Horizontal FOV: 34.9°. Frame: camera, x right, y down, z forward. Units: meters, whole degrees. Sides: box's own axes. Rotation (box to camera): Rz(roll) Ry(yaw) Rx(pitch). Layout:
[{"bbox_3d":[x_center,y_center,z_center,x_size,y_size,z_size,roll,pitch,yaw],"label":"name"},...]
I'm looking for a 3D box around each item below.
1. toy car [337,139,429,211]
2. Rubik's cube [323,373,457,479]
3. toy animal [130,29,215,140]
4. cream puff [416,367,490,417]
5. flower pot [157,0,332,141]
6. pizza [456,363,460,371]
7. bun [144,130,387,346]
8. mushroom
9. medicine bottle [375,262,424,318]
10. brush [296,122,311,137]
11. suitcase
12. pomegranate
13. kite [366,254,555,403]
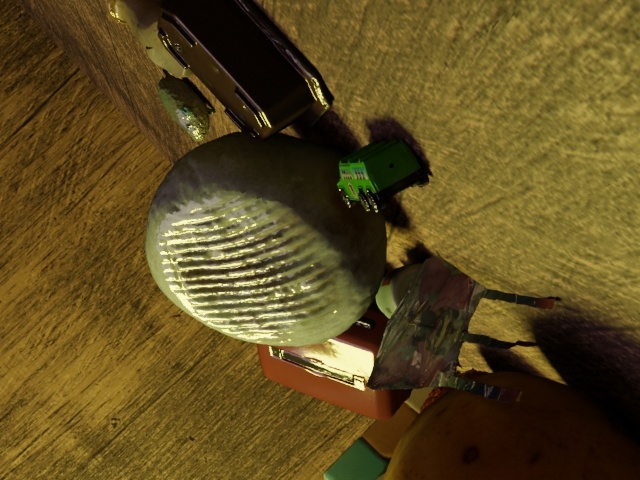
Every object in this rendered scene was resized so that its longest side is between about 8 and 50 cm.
[{"bbox_3d":[0.063,-0.077,1.178,0.062,0.071,0.165,63,169,-10],"label":"toy car"},{"bbox_3d":[0.280,0.516,2.029,0.344,0.346,0.347,39,169,49],"label":"Rubik's cube"},{"bbox_3d":[-0.287,-0.306,1.959,0.079,0.070,0.253,-22,102,44],"label":"toy animal"},{"bbox_3d":[0.273,0.365,1.596,0.350,0.228,0.350,42,-171,-8],"label":"cream puff"},{"bbox_3d":[-0.108,-0.221,1.247,0.251,0.084,0.179,46,168,-4],"label":"flower pot"},{"bbox_3d":[0.182,0.195,1.937,0.147,0.069,0.226,43,172,36],"label":"pizza"},{"bbox_3d":[-0.074,-0.013,1.444,0.362,0.211,0.362,9,139,8],"label":"bun"},{"bbox_3d":[-0.219,-0.303,1.450,0.108,0.096,0.247,18,-162,-44],"label":"mushroom"},{"bbox_3d":[0.132,0.083,1.540,0.090,0.090,0.216,46,173,-1],"label":"medicine bottle"},{"bbox_3d":[-0.027,-0.166,1.383,0.021,0.019,0.083,28,161,37],"label":"brush"},{"bbox_3d":[0.030,0.178,1.846,0.297,0.161,0.236,15,134,25],"label":"suitcase"},{"bbox_3d":[0.251,0.366,1.243,0.416,0.416,0.416,45,172,8],"label":"pomegranate"},{"bbox_3d":[0.167,0.119,1.256,0.022,0.204,0.360,28,173,-21],"label":"kite"}]
